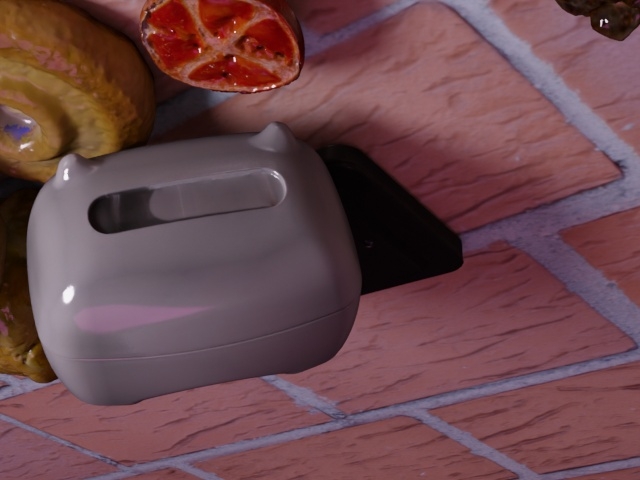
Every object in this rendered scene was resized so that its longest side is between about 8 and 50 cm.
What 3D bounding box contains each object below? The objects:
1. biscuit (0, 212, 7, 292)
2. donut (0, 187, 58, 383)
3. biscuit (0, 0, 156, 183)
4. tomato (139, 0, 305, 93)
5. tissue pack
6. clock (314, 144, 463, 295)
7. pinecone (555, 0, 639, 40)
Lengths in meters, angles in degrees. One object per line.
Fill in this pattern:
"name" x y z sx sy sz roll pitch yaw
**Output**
"biscuit" -0.523 -0.018 1.264 0.381 0.074 0.359 23 120 9
"donut" -0.371 0.063 1.400 0.128 0.208 0.261 -2 144 13
"biscuit" -0.275 -0.143 1.147 0.213 0.091 0.274 4 148 6
"tomato" -0.088 -0.203 1.032 0.156 0.069 0.155 6 153 3
"tissue pack" -0.130 0.019 1.162 0.333 0.229 0.236 -10 141 -9
"clock" 0.000 0.001 1.387 0.273 0.049 0.279 -18 143 33
"pinecone" 0.222 -0.250 0.784 0.229 0.201 0.202 48 164 -5
